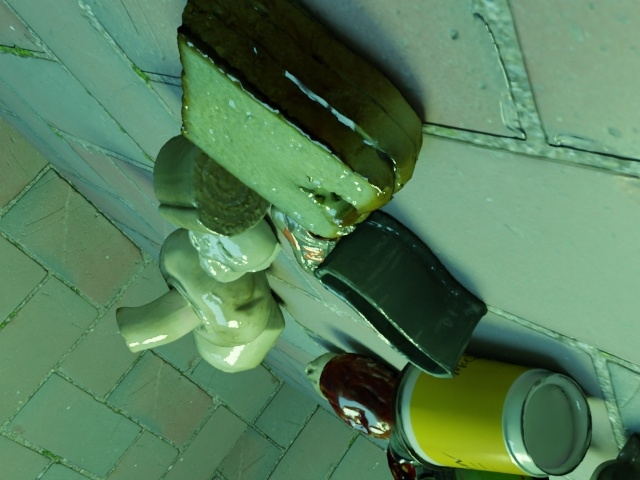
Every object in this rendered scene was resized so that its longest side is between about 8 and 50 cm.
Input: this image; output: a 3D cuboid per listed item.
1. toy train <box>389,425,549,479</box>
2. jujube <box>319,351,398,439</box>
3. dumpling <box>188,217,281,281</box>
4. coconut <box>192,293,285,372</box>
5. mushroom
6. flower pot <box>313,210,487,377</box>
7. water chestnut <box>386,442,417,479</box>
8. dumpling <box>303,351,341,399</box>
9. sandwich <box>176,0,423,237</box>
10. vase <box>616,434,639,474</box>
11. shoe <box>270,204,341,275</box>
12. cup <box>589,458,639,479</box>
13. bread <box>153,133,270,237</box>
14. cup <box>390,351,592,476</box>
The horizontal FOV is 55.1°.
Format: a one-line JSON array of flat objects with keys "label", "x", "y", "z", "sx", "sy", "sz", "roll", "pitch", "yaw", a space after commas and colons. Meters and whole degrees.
[{"label": "toy train", "x": 0.262, "y": 0.407, "z": 1.066, "sx": 0.173, "sy": 0.248, "sz": 0.307, "roll": 52, "pitch": -156, "yaw": -36}, {"label": "jujube", "x": 0.114, "y": 0.376, "z": 1.518, "sx": 0.243, "sy": 0.183, "sz": 0.183, "roll": 24, "pitch": 160, "yaw": 19}, {"label": "dumpling", "x": -0.164, "y": 0.002, "z": 1.137, "sx": 0.124, "sy": 0.151, "sz": 0.229, "roll": 60, "pitch": -178, "yaw": 41}, {"label": "coconut", "x": -0.219, "y": 0.220, "z": 1.694, "sx": 0.245, "sy": 0.247, "sz": 0.245, "roll": 34, "pitch": -166, "yaw": -10}, {"label": "mushroom", "x": -0.279, "y": 0.117, "z": 1.457, "sx": 0.355, "sy": 0.315, "sz": 0.315, "roll": -16, "pitch": 135, "yaw": 22}, {"label": "flower pot", "x": 0.110, "y": 0.072, "z": 0.809, "sx": 0.229, "sy": 0.108, "sz": 0.103, "roll": 41, "pitch": 163, "yaw": -14}, {"label": "water chestnut", "x": 0.295, "y": 0.633, "z": 1.625, "sx": 0.300, "sy": 0.300, "sz": 0.300, "roll": 35, "pitch": 163, "yaw": 12}, {"label": "dumpling", "x": 0.068, "y": 0.394, "z": 1.768, "sx": 0.172, "sy": 0.142, "sz": 0.247, "roll": 6, "pitch": 180, "yaw": -41}, {"label": "sandwich", "x": -0.030, "y": -0.113, "z": 0.632, "sx": 0.249, "sy": 0.095, "sz": 0.273, "roll": 39, "pitch": 164, "yaw": -2}, {"label": "vase", "x": 0.448, "y": 0.303, "z": 0.808, "sx": 0.100, "sy": 0.053, "sz": 0.053, "roll": 33, "pitch": 164, "yaw": 33}, {"label": "shoe", "x": 0.001, "y": 0.001, "z": 0.918, "sx": 0.077, "sy": 0.074, "sz": 0.194, "roll": 16, "pitch": 151, "yaw": 41}, {"label": "cup", "x": 0.457, "y": 0.461, "z": 0.841, "sx": 0.289, "sy": 0.258, "sz": 0.219, "roll": 3, "pitch": -156, "yaw": -31}, {"label": "bread", "x": -0.156, "y": -0.084, "z": 0.884, "sx": 0.134, "sy": 0.148, "sz": 0.141, "roll": 3, "pitch": -176, "yaw": -36}, {"label": "cup", "x": 0.240, "y": 0.255, "z": 0.908, "sx": 0.196, "sy": 0.196, "sz": 0.279, "roll": 43, "pitch": 155, "yaw": -15}]
